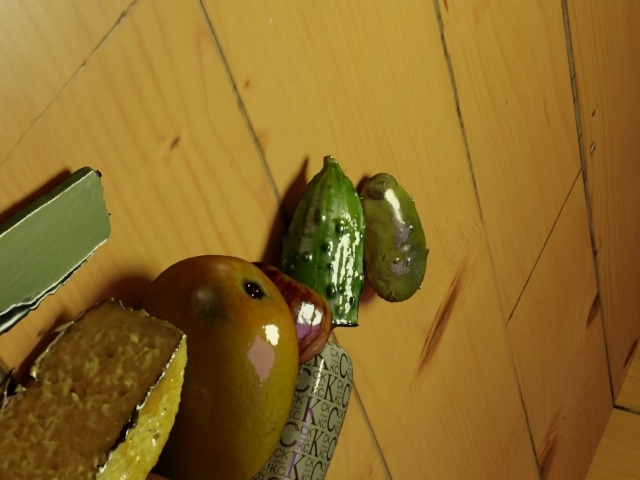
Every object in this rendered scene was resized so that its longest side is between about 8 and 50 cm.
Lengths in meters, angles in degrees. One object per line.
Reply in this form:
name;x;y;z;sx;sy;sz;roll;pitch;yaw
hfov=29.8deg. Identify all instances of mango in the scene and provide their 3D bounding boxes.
mango;-0.133;0.168;1.412;0.173;0.211;0.317;-25;134;-57

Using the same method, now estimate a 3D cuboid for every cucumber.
cucumber;0.003;0.000;1.684;0.134;0.134;0.244;13;83;-62

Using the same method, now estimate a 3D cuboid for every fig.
fig;-0.088;0.107;1.538;0.202;0.148;0.149;-23;83;-27

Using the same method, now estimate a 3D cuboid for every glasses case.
glasses case;-0.039;0.316;1.765;0.137;0.085;0.354;47;61;-59

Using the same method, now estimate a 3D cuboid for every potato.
potato;0.113;-0.003;1.906;0.117;0.090;0.225;-38;127;-41

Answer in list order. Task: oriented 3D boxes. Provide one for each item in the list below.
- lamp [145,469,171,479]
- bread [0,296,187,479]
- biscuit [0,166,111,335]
lamp;-0.219;0.362;1.310;0.258;0.180;0.180;-84;171;-61
bread;-0.245;0.202;1.272;0.147;0.160;0.260;79;30;-48
biscuit;-0.319;0.038;1.188;0.322;0.038;0.099;-45;135;-43
